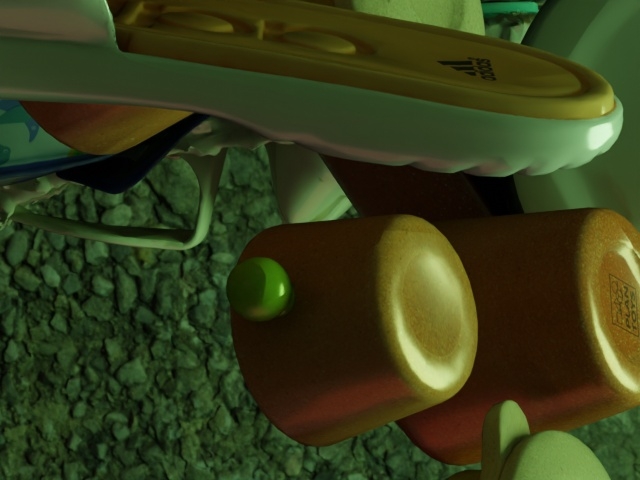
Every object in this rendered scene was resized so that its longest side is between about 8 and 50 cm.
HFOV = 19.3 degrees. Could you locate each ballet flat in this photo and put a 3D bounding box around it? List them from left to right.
[{"bbox_3d":[-0.056,-0.064,1.173,0.409,0.147,0.147,-5,-179,12],"label":"ballet flat"}]

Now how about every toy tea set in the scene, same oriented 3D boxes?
[{"bbox_3d":[0.000,0.000,0.645,0.124,0.336,0.200,-15,-148,34],"label":"toy tea set"}]

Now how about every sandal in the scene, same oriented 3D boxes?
[{"bbox_3d":[-0.053,-0.075,0.454,0.265,0.076,0.102,8,-163,-5],"label":"sandal"}]

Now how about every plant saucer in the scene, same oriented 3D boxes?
[{"bbox_3d":[0.058,-0.028,0.903,0.047,0.259,0.258,-34,175,11],"label":"plant saucer"}]

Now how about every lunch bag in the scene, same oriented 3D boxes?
[{"bbox_3d":[-0.118,-0.072,0.852,0.151,0.096,0.129,-11,-169,-22],"label":"lunch bag"}]

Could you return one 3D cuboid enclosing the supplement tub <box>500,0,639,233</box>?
[{"bbox_3d":[0.193,-0.046,0.895,0.193,0.194,0.316,-4,-178,11],"label":"supplement tub"}]
